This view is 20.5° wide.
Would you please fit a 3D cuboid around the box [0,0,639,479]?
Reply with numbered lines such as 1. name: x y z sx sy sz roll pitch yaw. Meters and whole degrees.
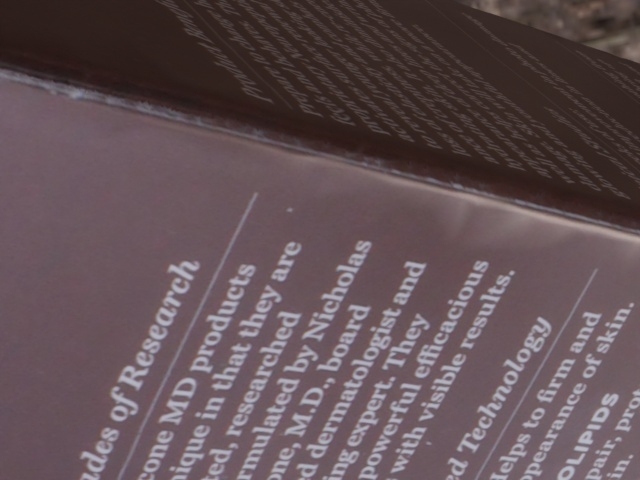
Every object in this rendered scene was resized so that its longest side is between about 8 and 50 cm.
1. box: 0.000 0.000 0.545 0.381 0.191 0.143 14 112 -36
